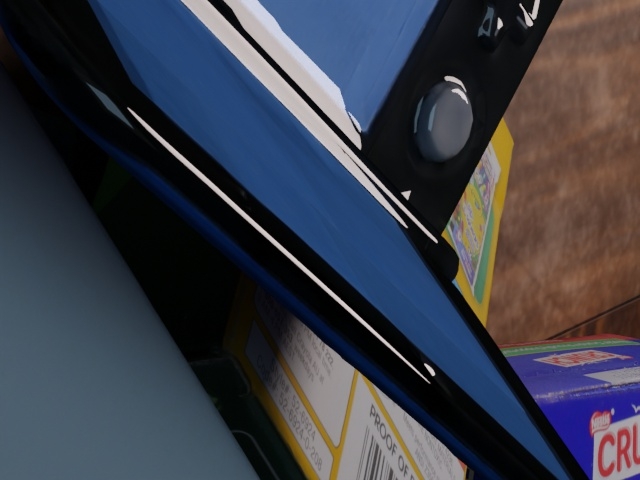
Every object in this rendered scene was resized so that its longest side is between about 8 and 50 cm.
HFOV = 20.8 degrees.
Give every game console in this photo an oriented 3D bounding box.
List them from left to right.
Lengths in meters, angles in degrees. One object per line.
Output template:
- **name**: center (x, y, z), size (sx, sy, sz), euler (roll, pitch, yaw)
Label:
- **game console**: center (0.023, -0.080, 0.491), size (0.293, 0.173, 0.250), euler (44, 69, -45)

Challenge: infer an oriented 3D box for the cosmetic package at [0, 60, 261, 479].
- **cosmetic package**: center (-0.212, -0.033, 0.418), size (0.161, 0.230, 0.453), euler (-52, 135, -29)

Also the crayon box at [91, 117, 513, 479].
- **crayon box**: center (0.000, 0.000, 0.729), size (0.323, 0.083, 0.203), euler (-76, 148, -44)

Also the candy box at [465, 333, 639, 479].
- **candy box**: center (0.114, 0.218, 0.951), size (0.268, 0.122, 0.317), euler (0, 99, -49)

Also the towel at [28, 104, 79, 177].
- **towel**: center (-0.145, -0.028, 0.655), size (0.119, 0.029, 0.067), euler (16, 86, -50)
